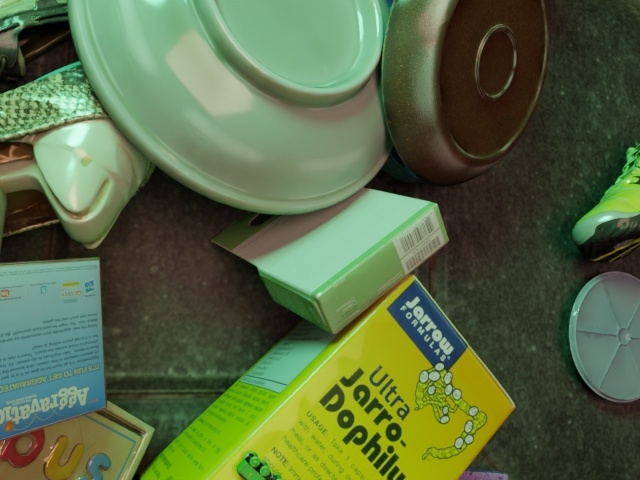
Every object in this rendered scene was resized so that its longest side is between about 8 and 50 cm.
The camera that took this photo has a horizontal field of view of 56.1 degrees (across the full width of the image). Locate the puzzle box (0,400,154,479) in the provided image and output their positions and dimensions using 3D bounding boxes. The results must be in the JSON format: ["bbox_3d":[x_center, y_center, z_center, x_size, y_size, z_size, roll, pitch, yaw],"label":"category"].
[{"bbox_3d":[-0.330,0.192,0.462,0.409,0.052,0.272,51,49,-42],"label":"puzzle box"}]

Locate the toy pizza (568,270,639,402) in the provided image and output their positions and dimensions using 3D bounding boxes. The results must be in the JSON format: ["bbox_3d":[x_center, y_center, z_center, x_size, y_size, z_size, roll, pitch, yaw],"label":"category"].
[{"bbox_3d":[0.461,0.149,0.937,0.201,0.032,0.201,3,82,-21],"label":"toy pizza"}]

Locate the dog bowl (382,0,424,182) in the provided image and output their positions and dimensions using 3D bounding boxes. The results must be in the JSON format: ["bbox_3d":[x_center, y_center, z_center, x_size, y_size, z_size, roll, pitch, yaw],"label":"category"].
[{"bbox_3d":[0.132,-0.218,0.835,0.166,0.074,0.297,-4,84,-22],"label":"dog bowl"}]

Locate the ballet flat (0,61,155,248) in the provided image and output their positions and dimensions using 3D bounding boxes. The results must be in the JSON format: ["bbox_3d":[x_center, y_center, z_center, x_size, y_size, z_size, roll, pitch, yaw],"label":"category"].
[{"bbox_3d":[-0.317,-0.040,0.570,0.483,0.164,0.182,-23,56,-21],"label":"ballet flat"}]

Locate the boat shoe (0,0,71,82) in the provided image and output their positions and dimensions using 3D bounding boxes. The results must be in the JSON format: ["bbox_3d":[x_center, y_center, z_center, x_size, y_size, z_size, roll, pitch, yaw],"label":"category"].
[{"bbox_3d":[-0.342,-0.207,0.638,0.073,0.080,0.223,44,65,-6],"label":"boat shoe"}]

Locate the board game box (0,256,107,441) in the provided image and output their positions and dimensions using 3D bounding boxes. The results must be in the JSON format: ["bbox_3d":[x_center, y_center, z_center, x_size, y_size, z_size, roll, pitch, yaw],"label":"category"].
[{"bbox_3d":[-0.290,0.092,0.453,0.281,0.027,0.144,-3,90,-56],"label":"board game box"}]

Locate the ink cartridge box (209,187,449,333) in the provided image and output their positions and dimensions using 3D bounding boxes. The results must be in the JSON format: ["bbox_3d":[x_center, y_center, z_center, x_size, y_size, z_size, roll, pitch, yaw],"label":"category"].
[{"bbox_3d":[0.000,0.000,0.683,0.171,0.235,0.056,-37,120,-23],"label":"ink cartridge box"}]

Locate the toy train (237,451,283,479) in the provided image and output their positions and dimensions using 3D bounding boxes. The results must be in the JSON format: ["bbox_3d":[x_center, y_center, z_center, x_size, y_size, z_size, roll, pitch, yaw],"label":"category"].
[{"bbox_3d":[-0.039,0.217,0.522,0.023,0.017,0.083,-46,99,-11],"label":"toy train"}]

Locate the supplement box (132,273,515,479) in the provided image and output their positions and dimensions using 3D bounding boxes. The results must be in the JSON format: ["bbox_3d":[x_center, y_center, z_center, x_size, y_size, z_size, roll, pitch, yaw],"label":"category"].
[{"bbox_3d":[-0.004,0.226,0.649,0.356,0.194,0.195,-42,98,-21],"label":"supplement box"}]

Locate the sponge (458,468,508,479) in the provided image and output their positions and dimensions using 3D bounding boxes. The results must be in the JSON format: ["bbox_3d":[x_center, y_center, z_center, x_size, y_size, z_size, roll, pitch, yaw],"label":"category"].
[{"bbox_3d":[0.148,0.355,0.782,0.210,0.031,0.117,13,79,-20],"label":"sponge"}]

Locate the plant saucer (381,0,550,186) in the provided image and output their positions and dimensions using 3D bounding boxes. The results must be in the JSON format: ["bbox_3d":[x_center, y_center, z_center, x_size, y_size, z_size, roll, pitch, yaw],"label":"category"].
[{"bbox_3d":[0.193,-0.212,0.718,0.311,0.050,0.310,-19,119,-40],"label":"plant saucer"}]

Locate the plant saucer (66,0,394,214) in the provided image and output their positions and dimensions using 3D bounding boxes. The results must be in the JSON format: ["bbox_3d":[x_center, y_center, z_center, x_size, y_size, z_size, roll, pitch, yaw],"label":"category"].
[{"bbox_3d":[-0.045,-0.231,0.631,0.401,0.101,0.400,9,72,-31],"label":"plant saucer"}]

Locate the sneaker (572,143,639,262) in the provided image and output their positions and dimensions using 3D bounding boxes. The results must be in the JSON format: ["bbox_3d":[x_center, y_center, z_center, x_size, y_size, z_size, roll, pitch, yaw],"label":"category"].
[{"bbox_3d":[0.526,-0.087,0.960,0.385,0.145,0.147,-24,71,-26],"label":"sneaker"}]
